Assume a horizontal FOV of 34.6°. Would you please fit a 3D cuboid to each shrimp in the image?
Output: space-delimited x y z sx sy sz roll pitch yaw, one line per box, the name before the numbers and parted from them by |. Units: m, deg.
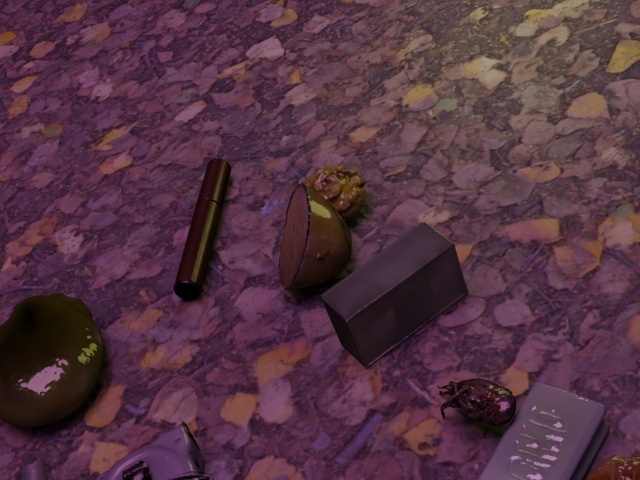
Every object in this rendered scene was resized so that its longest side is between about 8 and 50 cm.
shrimp | 0.231 0.243 1.554 0.073 0.075 0.190 -48 27 -18

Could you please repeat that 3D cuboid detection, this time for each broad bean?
broad bean | -0.514 0.217 1.887 0.238 0.119 0.291 -13 45 -2

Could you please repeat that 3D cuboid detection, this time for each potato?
potato | 0.000 0.000 1.881 0.117 0.182 0.202 9 32 -13

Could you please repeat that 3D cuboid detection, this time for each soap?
soap | 0.317 0.310 1.467 0.119 0.066 0.198 14 54 36

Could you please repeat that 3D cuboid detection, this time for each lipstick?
lipstick | -0.234 -0.028 2.062 0.057 0.057 0.356 -7 45 17

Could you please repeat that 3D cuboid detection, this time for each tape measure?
tape measure | -0.259 0.394 1.601 0.196 0.105 0.178 -32 43 -11

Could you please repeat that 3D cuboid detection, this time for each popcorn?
popcorn | 0.035 -0.095 1.971 0.106 0.116 0.120 -39 19 1

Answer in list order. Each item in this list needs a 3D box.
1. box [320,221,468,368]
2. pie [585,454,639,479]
box | 0.125 0.091 1.727 0.225 0.129 0.086 -35 44 -14
pie | 0.444 0.363 1.372 0.195 0.046 0.195 -12 41 11
